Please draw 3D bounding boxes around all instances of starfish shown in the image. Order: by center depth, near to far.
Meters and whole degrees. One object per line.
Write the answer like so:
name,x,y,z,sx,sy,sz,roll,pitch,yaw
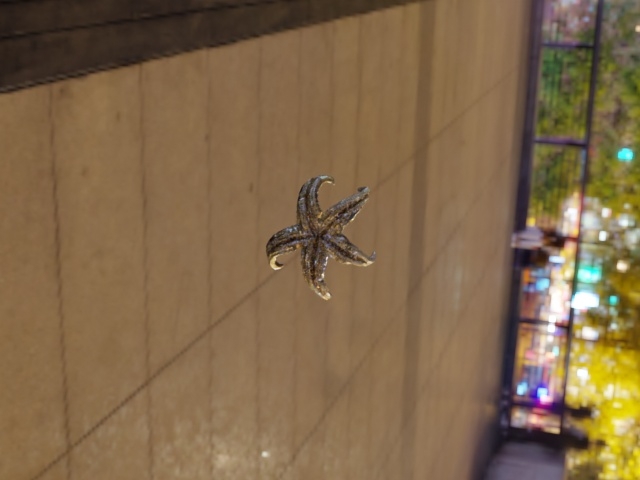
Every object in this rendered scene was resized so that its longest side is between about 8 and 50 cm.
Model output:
starfish,0.000,0.000,0.735,0.028,0.078,0.091,-77,166,-74
